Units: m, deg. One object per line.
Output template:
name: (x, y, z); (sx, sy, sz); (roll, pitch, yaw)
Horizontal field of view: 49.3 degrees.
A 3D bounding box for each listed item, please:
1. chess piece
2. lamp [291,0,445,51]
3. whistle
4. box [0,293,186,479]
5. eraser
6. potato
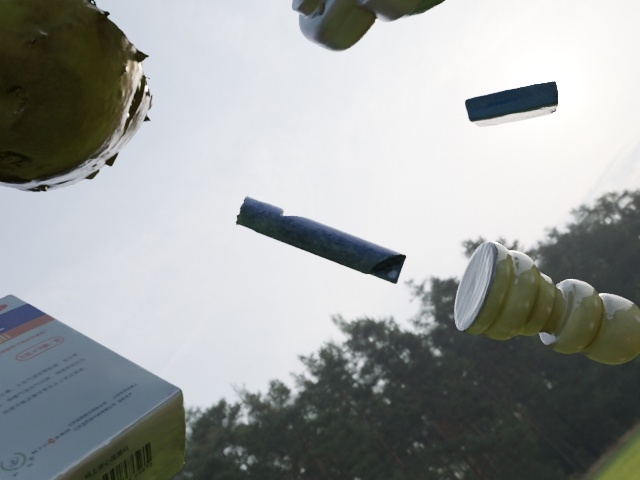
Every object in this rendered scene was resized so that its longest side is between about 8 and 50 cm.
chess piece: (0.389, 0.122, 1.160); (0.167, 0.300, 0.166); (-161, 90, -86)
lamp: (0.073, -0.248, 0.571); (0.108, 0.179, 0.246); (29, -44, -24)
whistle: (0.000, 0.000, 1.232); (0.062, 0.304, 0.062); (20, -90, -85)
box: (-0.313, 0.181, 0.713); (0.200, 0.300, 0.106); (-29, -48, -47)
eraser: (0.337, -0.232, 1.219); (0.144, 0.042, 0.312); (-9, 4, 17)
potato: (-0.137, -0.055, 0.338); (0.172, 0.101, 0.089); (51, -132, -59)
